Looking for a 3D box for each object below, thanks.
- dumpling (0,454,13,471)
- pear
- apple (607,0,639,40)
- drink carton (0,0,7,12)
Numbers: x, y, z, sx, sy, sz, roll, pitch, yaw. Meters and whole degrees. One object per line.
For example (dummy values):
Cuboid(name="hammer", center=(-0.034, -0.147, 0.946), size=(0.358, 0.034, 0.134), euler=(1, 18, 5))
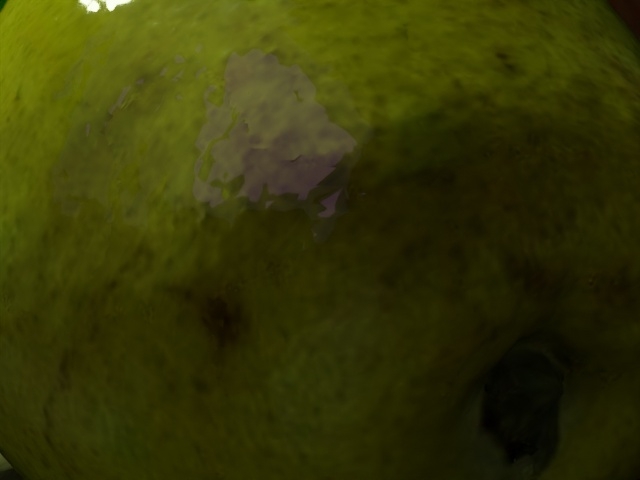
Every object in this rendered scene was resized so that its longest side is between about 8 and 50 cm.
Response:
Cuboid(name="dumpling", center=(-0.187, 0.080, 1.101), size=(0.229, 0.124, 0.151), euler=(-45, -24, 10))
Cuboid(name="pear", center=(0.000, 0.000, 0.607), size=(0.253, 0.253, 0.307), euler=(-42, 31, -10))
Cuboid(name="apple", center=(0.078, -0.150, 0.877), size=(0.344, 0.269, 0.345), euler=(-21, 35, 16))
Cuboid(name="drink carton", center=(-0.062, -0.114, 1.043), size=(0.161, 0.271, 0.108), euler=(-50, 14, -33))
